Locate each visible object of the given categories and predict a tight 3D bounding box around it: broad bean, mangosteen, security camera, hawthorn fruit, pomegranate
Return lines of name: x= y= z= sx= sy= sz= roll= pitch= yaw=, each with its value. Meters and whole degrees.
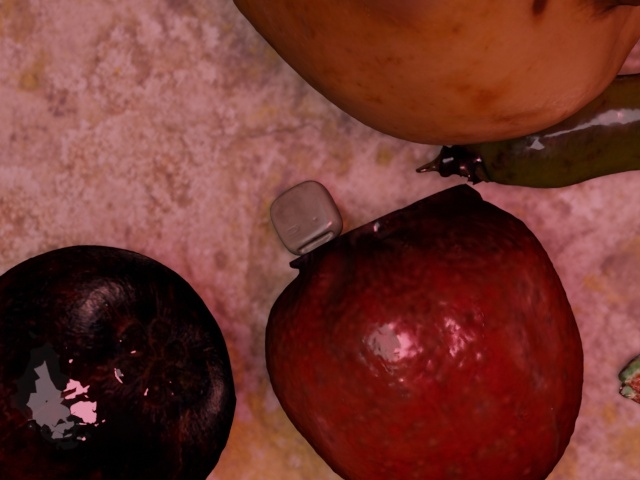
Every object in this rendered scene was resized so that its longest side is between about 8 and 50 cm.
broad bean: x=0.229 y=-0.080 z=0.994 sx=0.338 sy=0.061 sz=0.077 roll=-5 pitch=100 yaw=22
mangosteen: x=-0.177 y=0.108 z=1.093 sx=0.216 sy=0.216 sz=0.216 roll=2 pitch=95 yaw=20
security camera: x=0.000 y=0.000 z=1.100 sx=0.058 sy=0.058 sz=0.092 roll=-26 pitch=73 yaw=20
hawthorn fruit: x=0.080 y=0.091 z=0.992 sx=0.215 sy=0.215 sz=0.250 roll=-18 pitch=113 yaw=21
pomegranate: x=0.078 y=-0.207 z=0.935 sx=0.307 sy=0.307 sz=0.307 roll=2 pitch=95 yaw=20

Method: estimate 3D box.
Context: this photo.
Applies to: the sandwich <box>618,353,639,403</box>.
sandwich: x=0.259 y=0.102 z=1.020 sx=0.101 sy=0.026 sz=0.069 roll=-19 pitch=92 yaw=24
